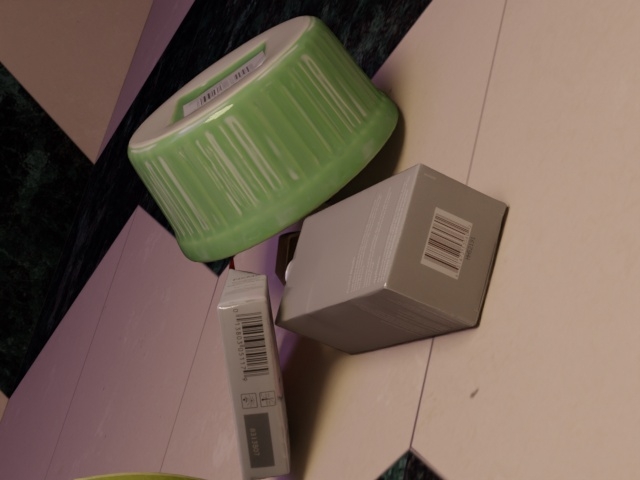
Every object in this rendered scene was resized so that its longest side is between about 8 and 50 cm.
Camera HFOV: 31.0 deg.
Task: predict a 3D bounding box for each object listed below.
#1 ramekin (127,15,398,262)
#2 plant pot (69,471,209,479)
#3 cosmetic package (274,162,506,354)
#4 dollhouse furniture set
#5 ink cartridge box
[{"bbox_3d":[-0.075,-0.126,1.333,0.303,0.148,0.303,-31,19,12],"label":"ramekin"},{"bbox_3d":[-0.190,0.413,1.103,0.275,0.274,0.294,-47,44,41],"label":"plant pot"},{"bbox_3d":[0.058,0.025,1.090,0.238,0.107,0.127,-25,45,64],"label":"cosmetic package"},{"bbox_3d":[0.000,0.000,1.387,0.081,0.091,0.114,18,111,30],"label":"dollhouse furniture set"},{"bbox_3d":[-0.066,0.124,1.245,0.232,0.066,0.189,-74,-23,-76],"label":"ink cartridge box"}]
